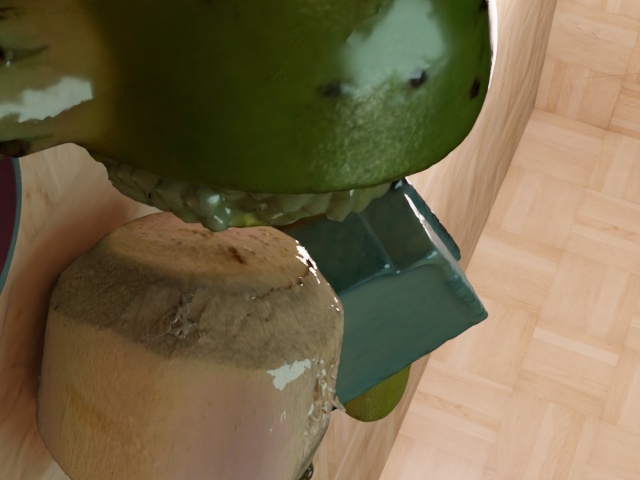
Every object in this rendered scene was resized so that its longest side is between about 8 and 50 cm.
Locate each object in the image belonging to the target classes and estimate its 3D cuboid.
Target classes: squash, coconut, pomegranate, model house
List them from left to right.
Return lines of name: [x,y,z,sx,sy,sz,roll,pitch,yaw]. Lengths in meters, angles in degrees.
coconut: [-0.090,0.102,0.778,0.224,0.224,0.234,-42,137,-63]
pomegranate: [-0.059,-0.118,0.560,0.340,0.260,0.260,-21,133,-41]
model house: [0.000,0.000,1.120,0.230,0.249,0.280,-33,153,6]
squash: [0.080,0.208,1.758,0.247,0.132,0.132,95,20,-48]

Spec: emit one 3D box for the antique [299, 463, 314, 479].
antique: [-0.090,0.247,1.112,0.147,0.148,0.152,86,24,-63]

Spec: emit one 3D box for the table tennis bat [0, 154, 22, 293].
table tennis bat: [-0.214,0.044,0.587,0.153,0.040,0.244,-17,120,-74]
